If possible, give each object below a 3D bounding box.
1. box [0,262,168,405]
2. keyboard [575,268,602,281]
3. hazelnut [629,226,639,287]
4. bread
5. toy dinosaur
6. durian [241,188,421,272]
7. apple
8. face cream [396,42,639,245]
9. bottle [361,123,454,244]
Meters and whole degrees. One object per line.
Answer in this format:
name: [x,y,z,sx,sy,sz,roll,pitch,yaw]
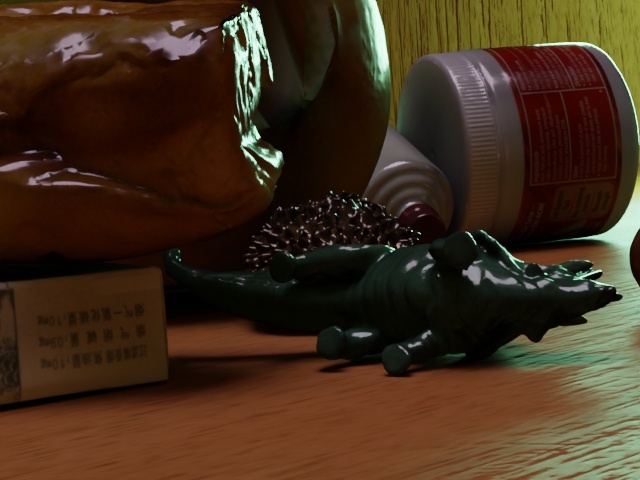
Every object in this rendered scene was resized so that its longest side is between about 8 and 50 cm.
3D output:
box: [-0.235,0.056,0.919,0.256,0.069,0.164,-6,5,-35]
keyboard: [0.150,0.037,1.229,0.064,0.010,0.198,-4,4,27]
hazelnut: [0.245,0.011,1.096,0.086,0.086,0.086,-4,4,0]
bread: [-0.194,-0.056,0.957,0.344,0.149,0.195,-2,15,6]
toy dinosaur: [0.027,0.033,0.958,0.292,0.079,0.120,0,0,17]
durian: [0.002,0.010,1.171,0.148,0.091,0.188,-6,-1,-37]
apple: [-0.126,-0.106,1.323,0.384,0.374,0.374,-39,14,-14]
face cream: [0.197,-0.096,1.685,0.187,0.201,0.201,-6,5,-18]
bottle: [0.062,-0.052,1.642,0.104,0.104,0.245,-5,24,-18]
